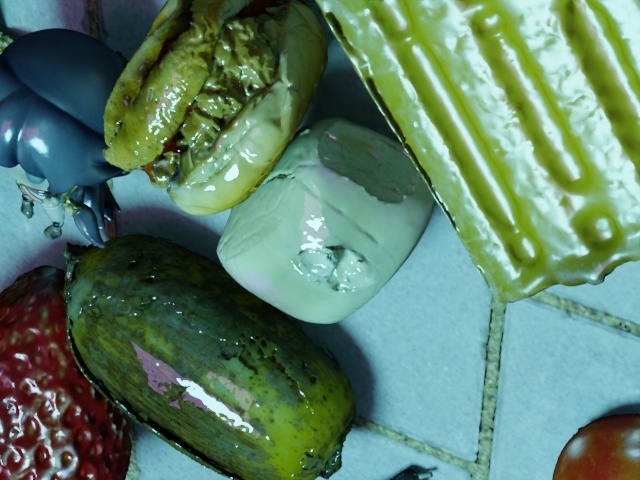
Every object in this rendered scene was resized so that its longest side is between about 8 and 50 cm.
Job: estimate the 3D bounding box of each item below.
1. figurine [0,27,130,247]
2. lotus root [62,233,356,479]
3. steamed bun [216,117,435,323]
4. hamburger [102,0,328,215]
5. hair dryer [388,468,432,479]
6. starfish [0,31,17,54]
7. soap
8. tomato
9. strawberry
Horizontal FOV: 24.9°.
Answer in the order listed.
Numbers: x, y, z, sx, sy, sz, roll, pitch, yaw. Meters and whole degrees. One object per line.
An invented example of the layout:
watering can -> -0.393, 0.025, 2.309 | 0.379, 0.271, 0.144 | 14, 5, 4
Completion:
figurine -> -0.271, -0.111, 1.516 | 0.175, 0.197, 0.265 | 21, 172, -1
lotus root -> -0.133, 0.127, 1.616 | 0.397, 0.179, 0.196 | 32, 116, 10
steamed bun -> 0.000, 0.000, 1.412 | 0.170, 0.152, 0.238 | 28, 138, -16
hamburger -> -0.097, -0.146, 1.372 | 0.163, 0.244, 0.244 | 29, 135, -6
hair dryer -> 0.046, 0.319, 1.662 | 0.219, 0.124, 0.071 | -37, 96, 29
starfish -> -0.376, -0.201, 1.654 | 0.208, 0.053, 0.176 | -7, 123, 38
soap -> 0.198, -0.137, 1.202 | 0.293, 0.156, 0.335 | -24, 103, 40
tomato -> 0.315, 0.295, 1.415 | 0.233, 0.139, 0.200 | 42, 141, 5
strawberry -> -0.373, 0.206, 1.772 | 0.292, 0.292, 0.310 | 1, 125, 36
